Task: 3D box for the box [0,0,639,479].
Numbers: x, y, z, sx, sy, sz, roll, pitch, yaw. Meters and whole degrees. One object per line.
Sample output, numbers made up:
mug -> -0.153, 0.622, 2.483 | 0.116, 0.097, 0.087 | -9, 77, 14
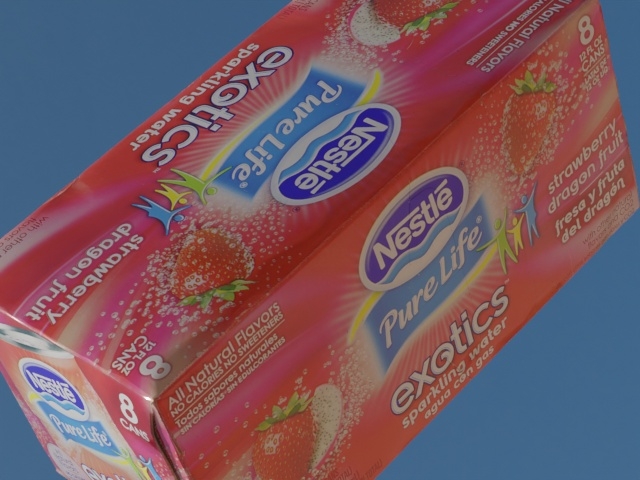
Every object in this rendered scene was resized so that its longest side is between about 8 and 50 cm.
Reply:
box -> 0.000, 0.000, 0.693 | 0.257, 0.128, 0.122 | -42, -45, -25
